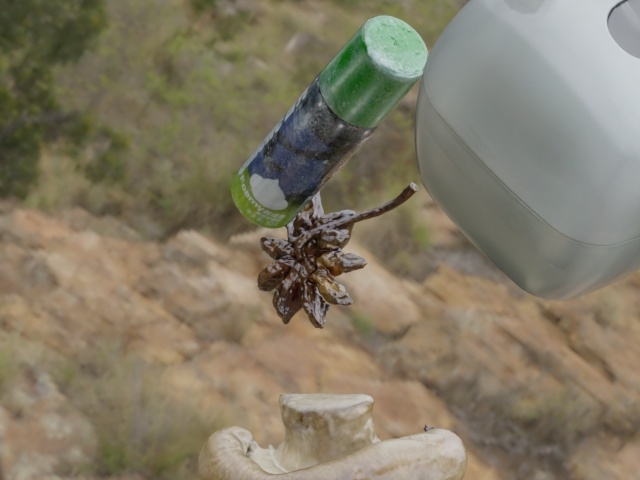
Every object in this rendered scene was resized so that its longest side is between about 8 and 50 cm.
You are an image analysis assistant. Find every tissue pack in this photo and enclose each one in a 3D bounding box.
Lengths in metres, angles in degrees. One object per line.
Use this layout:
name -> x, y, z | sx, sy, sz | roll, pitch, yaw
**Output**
tissue pack -> 0.244, -0.129, 1.099 | 0.333, 0.236, 0.229 | -32, 69, -25

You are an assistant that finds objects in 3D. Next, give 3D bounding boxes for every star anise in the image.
star anise -> 0.003, -0.002, 1.882 | 0.177, 0.234, 0.073 | 30, -3, 39

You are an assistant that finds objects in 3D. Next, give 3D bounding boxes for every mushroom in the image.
mushroom -> -0.001, 0.246, 1.514 | 0.286, 0.156, 0.151 | -3, 10, 18

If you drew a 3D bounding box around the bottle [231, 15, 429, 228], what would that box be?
bottle -> 0.006, -0.132, 1.723 | 0.093, 0.330, 0.093 | 17, 53, -23
